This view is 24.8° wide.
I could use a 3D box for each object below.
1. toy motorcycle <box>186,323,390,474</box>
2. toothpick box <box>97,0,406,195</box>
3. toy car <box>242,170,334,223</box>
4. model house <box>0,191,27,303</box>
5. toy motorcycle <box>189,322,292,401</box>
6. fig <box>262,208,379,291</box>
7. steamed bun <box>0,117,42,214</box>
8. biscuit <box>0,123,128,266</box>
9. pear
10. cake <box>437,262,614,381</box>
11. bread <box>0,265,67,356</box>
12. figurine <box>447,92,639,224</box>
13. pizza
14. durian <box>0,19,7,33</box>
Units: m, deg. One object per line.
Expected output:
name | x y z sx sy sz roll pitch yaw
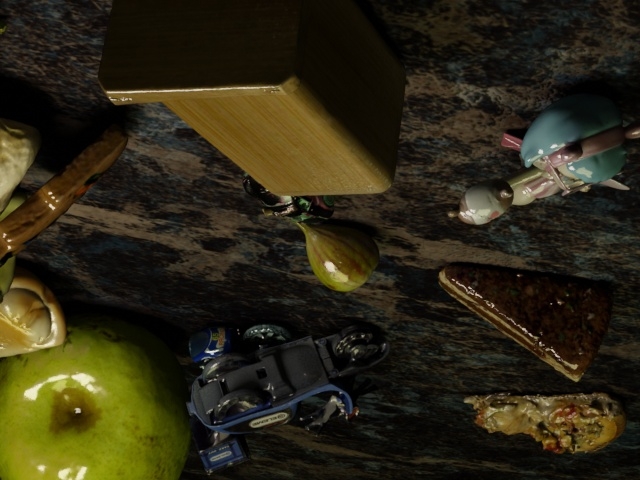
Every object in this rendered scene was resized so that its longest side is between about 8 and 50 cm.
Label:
toy motorcycle | -0.049 0.249 2.397 0.358 0.125 0.212 -20 140 -3
toothpick box | -0.042 -0.164 1.382 0.190 0.187 0.308 -2 161 23
toy car | -0.040 -0.055 1.825 0.069 0.055 0.142 -11 153 34
model house | -0.544 -0.006 2.022 0.193 0.175 0.234 20 166 -29
toy motorcycle | -0.155 0.223 2.501 0.169 0.113 0.315 9 143 -11
fig | 0.000 0.014 1.944 0.166 0.093 0.093 21 156 -28
steamed bun | -0.414 -0.076 1.714 0.141 0.155 0.172 17 179 -7
biscuit | -0.329 -0.043 1.760 0.301 0.278 0.043 -36 98 36
pear | -0.391 0.311 2.485 0.391 0.391 0.391 7 159 3
cake | 0.281 0.119 2.048 0.246 0.135 0.112 8 160 1
bread | -0.555 0.112 2.347 0.311 0.121 0.173 -10 139 38
figurine | 0.224 -0.080 1.575 0.205 0.103 0.260 -11 171 -23
pizza | 0.428 0.318 2.603 0.287 0.074 0.251 15 156 -21
durian | -0.460 -0.103 1.588 0.132 0.106 0.375 43 116 6
